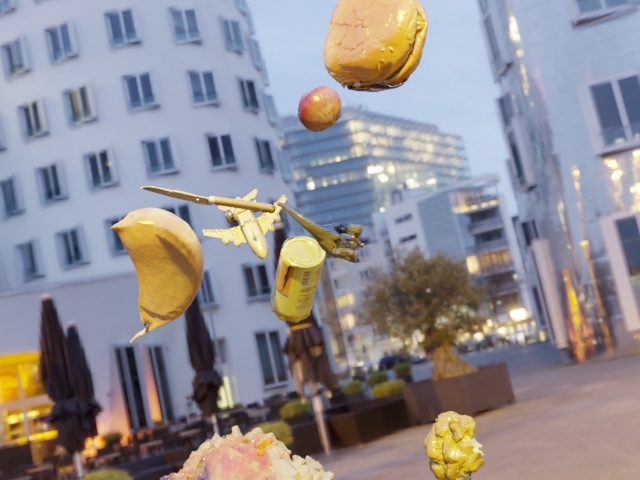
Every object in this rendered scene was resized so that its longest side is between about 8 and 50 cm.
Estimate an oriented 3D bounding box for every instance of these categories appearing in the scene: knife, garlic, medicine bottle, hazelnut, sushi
[{"bbox_3d":[-0.234,-0.083,1.792,0.298,0.017,0.047,9,-14,10],"label":"knife"},{"bbox_3d":[-0.373,0.074,2.047,0.196,0.338,0.151,-10,31,-13],"label":"garlic"},{"bbox_3d":[-0.064,0.108,2.293,0.124,0.124,0.239,-8,-44,-25],"label":"medicine bottle"},{"bbox_3d":[-0.001,-0.241,1.603,0.086,0.086,0.086,-12,-9,-2],"label":"hazelnut"},{"bbox_3d":[-0.080,0.498,1.378,0.417,0.417,0.176,-17,23,27],"label":"sushi"}]

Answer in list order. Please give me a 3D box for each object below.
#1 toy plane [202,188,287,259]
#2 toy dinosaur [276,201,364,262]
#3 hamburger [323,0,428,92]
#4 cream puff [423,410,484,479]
[{"bbox_3d":[-0.176,-0.039,2.149,0.229,0.244,0.092,-24,-52,-4],"label":"toy plane"},{"bbox_3d":[0.000,0.000,1.848,0.179,0.087,0.187,9,-20,14],"label":"toy dinosaur"},{"bbox_3d":[0.149,-0.548,2.375,0.319,0.318,0.158,-19,-24,38],"label":"hamburger"},{"bbox_3d":[0.283,0.438,1.877,0.121,0.156,0.156,-16,-9,6],"label":"cream puff"}]
